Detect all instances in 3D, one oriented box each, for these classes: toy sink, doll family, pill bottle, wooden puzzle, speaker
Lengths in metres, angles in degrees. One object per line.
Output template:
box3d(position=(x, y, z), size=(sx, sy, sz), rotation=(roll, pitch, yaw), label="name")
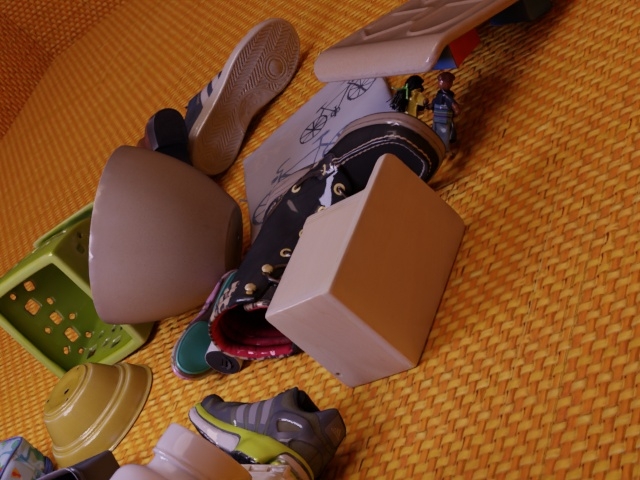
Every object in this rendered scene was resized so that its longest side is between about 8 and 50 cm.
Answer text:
box3d(position=(0.056, 0.036, 1.662), size=(0.131, 0.153, 0.234), rotation=(-24, 34, 45), label="toy sink")
box3d(position=(0.148, -0.179, 1.875), size=(0.193, 0.076, 0.111), rotation=(16, 100, 53), label="doll family")
box3d(position=(-0.177, 0.309, 1.346), size=(0.246, 0.136, 0.136), rotation=(-55, 24, -16), label="pill bottle")
box3d(position=(0.198, -0.326, 2.003), size=(0.348, 0.080, 0.322), rotation=(-38, 20, -23), label="wooden puzzle")
box3d(position=(-0.119, 0.125, 1.954), size=(0.055, 0.055, 0.136), rotation=(-25, 33, 43), label="speaker")

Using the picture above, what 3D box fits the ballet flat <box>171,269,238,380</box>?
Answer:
box3d(position=(-0.163, 0.136, 2.008), size=(0.079, 0.077, 0.221), rotation=(-50, 9, 49), label="ballet flat")

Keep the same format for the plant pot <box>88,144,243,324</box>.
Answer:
box3d(position=(-0.228, -0.001, 2.128), size=(0.190, 0.284, 0.284), rotation=(5, 42, 9), label="plant pot")

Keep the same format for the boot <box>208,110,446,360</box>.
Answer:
box3d(position=(0.000, 0.000, 1.833), size=(0.377, 0.138, 0.284), rotation=(-25, 31, 50), label="boot")

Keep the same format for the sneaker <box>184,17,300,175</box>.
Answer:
box3d(position=(-0.174, -0.281, 2.596), size=(0.148, 0.131, 0.350), rotation=(5, 57, 57), label="sneaker")

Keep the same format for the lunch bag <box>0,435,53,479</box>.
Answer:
box3d(position=(-0.530, 0.426, 2.162), size=(0.176, 0.090, 0.219), rotation=(-26, 32, 40), label="lunch bag")

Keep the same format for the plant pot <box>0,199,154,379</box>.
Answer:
box3d(position=(-0.404, 0.077, 2.334), size=(0.227, 0.228, 0.207), rotation=(-30, 23, 37), label="plant pot")

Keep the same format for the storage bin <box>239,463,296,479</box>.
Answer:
box3d(position=(-0.118, 0.383, 1.460), size=(0.260, 0.123, 0.262), rotation=(-13, 42, 54), label="storage bin")

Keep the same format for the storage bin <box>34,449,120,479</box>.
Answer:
box3d(position=(-0.344, 0.361, 1.951), size=(0.135, 0.098, 0.091), rotation=(-28, 3, 41), label="storage bin")

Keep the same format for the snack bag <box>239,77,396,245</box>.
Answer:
box3d(position=(-0.006, -0.153, 2.220), size=(0.323, 0.037, 0.342), rotation=(-42, 24, 13), label="snack bag")

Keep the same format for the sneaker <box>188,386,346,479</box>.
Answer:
box3d(position=(-0.061, 0.235, 1.645), size=(0.121, 0.111, 0.300), rotation=(-40, 23, -17), label="sneaker")

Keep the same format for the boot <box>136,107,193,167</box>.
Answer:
box3d(position=(-0.302, -0.090, 2.530), size=(0.096, 0.264, 0.280), rotation=(-12, -7, -19), label="boot")

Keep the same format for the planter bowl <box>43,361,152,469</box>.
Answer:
box3d(position=(-0.373, 0.260, 2.146), size=(0.217, 0.090, 0.217), rotation=(-39, 24, 21), label="planter bowl")
